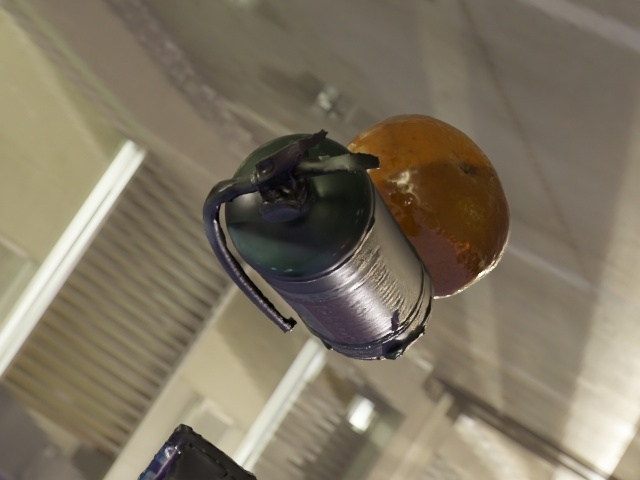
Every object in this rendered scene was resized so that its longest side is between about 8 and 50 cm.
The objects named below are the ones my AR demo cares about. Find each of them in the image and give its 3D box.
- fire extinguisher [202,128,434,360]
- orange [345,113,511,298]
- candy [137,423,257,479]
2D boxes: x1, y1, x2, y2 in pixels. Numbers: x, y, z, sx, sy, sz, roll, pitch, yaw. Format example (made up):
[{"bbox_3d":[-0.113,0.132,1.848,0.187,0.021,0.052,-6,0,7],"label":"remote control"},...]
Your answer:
[{"bbox_3d":[0.000,0.000,0.979,0.118,0.093,0.294,-13,160,10],"label":"fire extinguisher"},{"bbox_3d":[0.077,-0.024,1.324,0.159,0.159,0.136,36,126,-17],"label":"orange"},{"bbox_3d":[-0.139,0.234,0.802,0.061,0.312,0.088,34,169,7],"label":"candy"}]
